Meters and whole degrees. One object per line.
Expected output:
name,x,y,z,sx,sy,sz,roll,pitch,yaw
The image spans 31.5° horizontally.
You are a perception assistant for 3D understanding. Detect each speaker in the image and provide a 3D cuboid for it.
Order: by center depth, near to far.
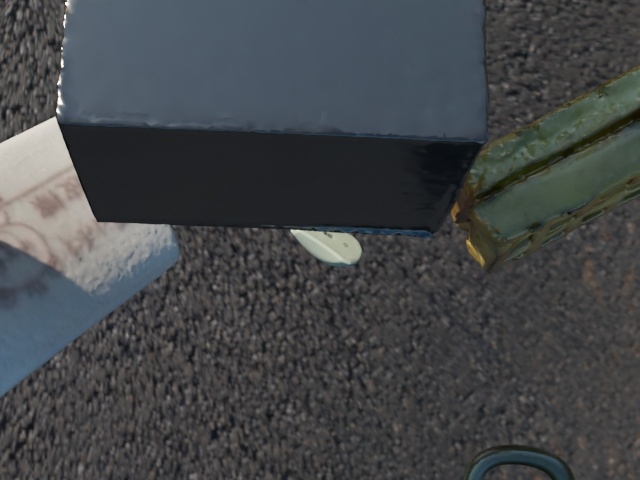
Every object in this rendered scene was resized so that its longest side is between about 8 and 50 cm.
speaker,-0.029,-0.147,0.685,0.232,0.184,0.253,2,74,-4

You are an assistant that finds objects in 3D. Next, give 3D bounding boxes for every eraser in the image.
eraser,-0.252,0.011,0.940,0.095,0.270,0.174,-38,92,34

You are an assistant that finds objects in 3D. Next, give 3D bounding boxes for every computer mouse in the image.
computer mouse,0.000,0.000,1.436,0.110,0.056,0.032,33,128,-6

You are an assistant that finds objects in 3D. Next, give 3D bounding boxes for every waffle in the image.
waffle,0.224,-0.063,1.026,0.224,0.328,0.098,-30,81,3

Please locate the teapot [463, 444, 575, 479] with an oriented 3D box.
teapot,0.169,0.311,0.977,0.175,0.185,0.267,8,90,3
